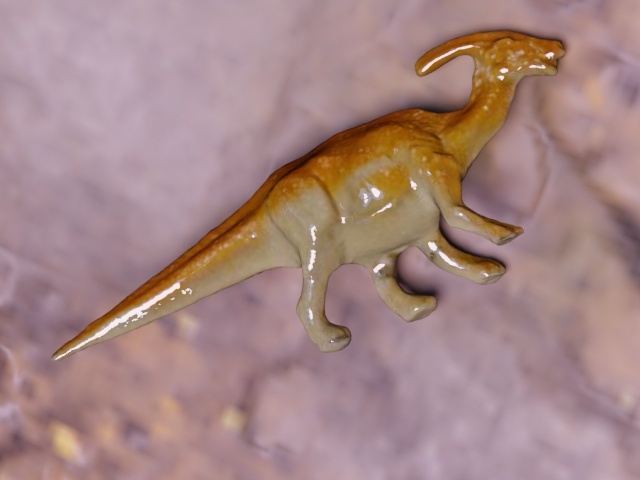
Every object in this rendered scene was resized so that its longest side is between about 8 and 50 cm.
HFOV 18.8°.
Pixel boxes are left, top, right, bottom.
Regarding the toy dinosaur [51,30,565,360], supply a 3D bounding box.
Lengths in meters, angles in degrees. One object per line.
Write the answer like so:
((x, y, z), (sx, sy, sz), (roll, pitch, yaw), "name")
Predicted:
((0.003, 0.002, 0.362), (0.113, 0.026, 0.041), (-37, 76, 11), "toy dinosaur")
